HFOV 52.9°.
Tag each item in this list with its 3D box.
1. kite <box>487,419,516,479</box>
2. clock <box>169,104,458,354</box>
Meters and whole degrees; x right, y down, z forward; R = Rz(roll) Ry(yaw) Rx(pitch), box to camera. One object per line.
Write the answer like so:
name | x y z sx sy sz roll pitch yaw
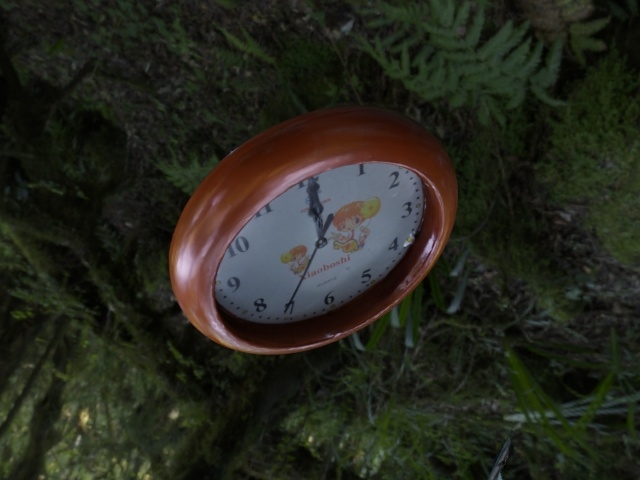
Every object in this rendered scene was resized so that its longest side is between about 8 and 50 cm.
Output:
kite | 0.118 0.324 0.537 0.014 0.406 0.368 24 132 6
clock | 0.000 0.000 0.436 0.205 0.205 0.051 35 -163 -48
